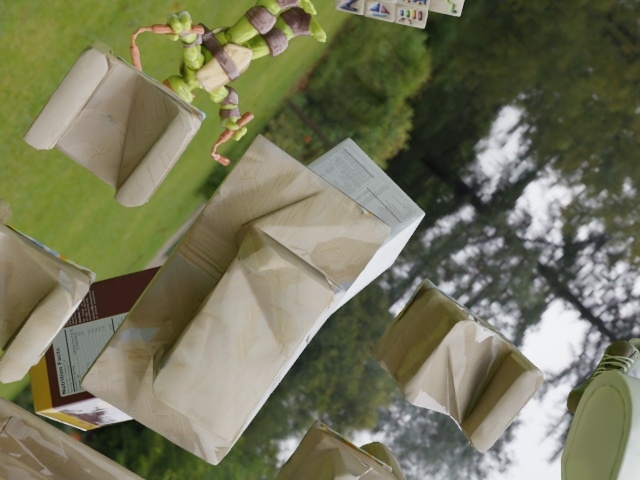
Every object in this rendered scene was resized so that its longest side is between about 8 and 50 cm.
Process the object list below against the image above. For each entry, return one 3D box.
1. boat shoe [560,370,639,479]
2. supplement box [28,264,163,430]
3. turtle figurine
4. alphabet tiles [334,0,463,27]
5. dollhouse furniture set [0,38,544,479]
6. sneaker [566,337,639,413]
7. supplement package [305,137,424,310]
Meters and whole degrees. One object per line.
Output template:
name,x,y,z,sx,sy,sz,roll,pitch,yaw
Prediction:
boat shoe,0.207,0.240,0.684,0.109,0.091,0.305,-107,-151,-69
supplement box,-0.218,0.129,1.113,0.194,0.129,0.191,-13,163,-1
turtle figurine,-0.103,-0.210,1.115,0.217,0.087,0.269,-34,147,-1
alphabet tiles,0.110,-0.473,1.586,0.342,0.285,0.011,91,13,-68
dollhouse furniture set,-0.119,0.107,0.724,0.394,0.362,0.256,-54,-165,6
sneaker,0.379,0.171,1.239,0.192,0.064,0.086,-3,105,-52
supplement package,0.000,0.000,1.653,0.263,0.198,0.199,-37,166,-30
